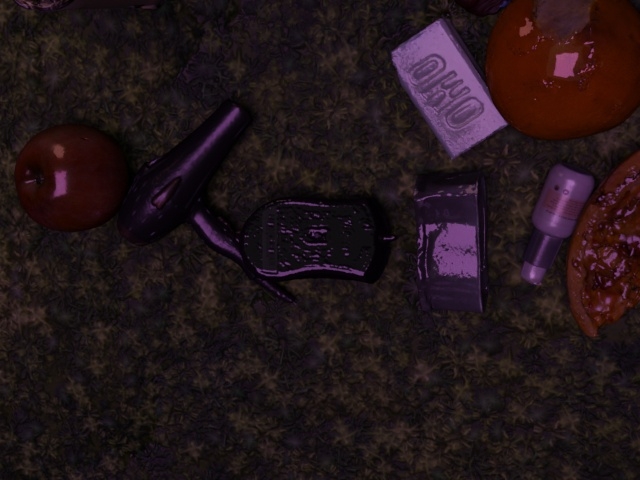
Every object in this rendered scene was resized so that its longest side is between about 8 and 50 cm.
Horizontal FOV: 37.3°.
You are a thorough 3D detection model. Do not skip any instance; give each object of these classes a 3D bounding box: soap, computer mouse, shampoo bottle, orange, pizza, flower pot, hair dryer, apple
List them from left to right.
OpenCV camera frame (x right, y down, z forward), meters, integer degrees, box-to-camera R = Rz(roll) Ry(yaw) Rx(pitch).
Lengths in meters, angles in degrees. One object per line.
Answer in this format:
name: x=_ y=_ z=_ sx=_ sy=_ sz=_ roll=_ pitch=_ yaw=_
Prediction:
apple: x=-0.429 y=-0.107 z=1.632 sx=0.188 sy=0.173 sz=0.188 roll=2 pitch=94 yaw=30
hair dryer: x=-0.147 y=-0.035 z=1.644 sx=0.303 sy=0.120 sz=0.359 roll=-45 pitch=100 yaw=6
computer mouse: x=0.000 y=0.000 z=1.597 sx=0.264 sy=0.088 sz=0.147 roll=1 pitch=86 yaw=11
soap: x=0.203 y=-0.239 z=1.491 sx=0.114 sy=0.063 sz=0.198 roll=-34 pitch=93 yaw=22
flower pot: x=0.212 y=0.003 z=1.531 sx=0.108 sy=0.103 sz=0.229 roll=-1 pitch=104 yaw=16
shampoo bottle: x=0.367 y=-0.025 z=1.498 sx=0.074 sy=0.074 sz=0.192 roll=21 pitch=111 yaw=9
orange: x=0.352 y=-0.255 z=1.355 sx=0.239 sy=0.240 sz=0.240 roll=4 pitch=105 yaw=14
pizza: x=0.463 y=0.010 z=1.454 sx=0.161 sy=0.085 sz=0.306 roll=7 pitch=107 yaw=-9

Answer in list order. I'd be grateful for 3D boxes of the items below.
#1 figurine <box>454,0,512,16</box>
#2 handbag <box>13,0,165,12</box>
figurine: x=0.281 y=-0.433 z=1.370 sx=0.174 sy=0.116 sz=0.240 roll=26 pitch=122 yaw=-21
handbag: x=-0.337 y=-0.466 z=1.423 sx=0.160 sy=0.358 sz=0.237 roll=3 pitch=105 yaw=13
